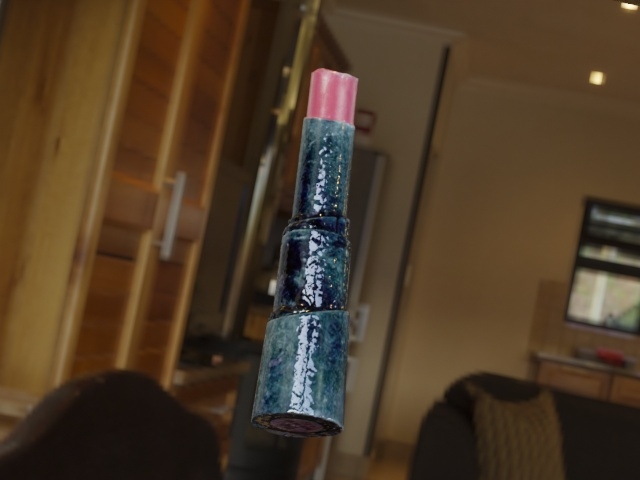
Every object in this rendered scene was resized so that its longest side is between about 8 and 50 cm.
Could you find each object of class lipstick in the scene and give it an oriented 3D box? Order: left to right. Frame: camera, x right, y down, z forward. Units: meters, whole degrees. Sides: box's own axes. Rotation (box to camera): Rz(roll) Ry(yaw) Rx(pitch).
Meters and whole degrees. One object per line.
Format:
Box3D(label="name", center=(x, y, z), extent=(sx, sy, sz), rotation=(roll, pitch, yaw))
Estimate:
Box3D(label="lipstick", center=(0.000, 0.000, 0.829), extent=(0.053, 0.234, 0.053), rotation=(6, -23, 3))

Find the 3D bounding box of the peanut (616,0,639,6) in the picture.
Box3D(label="peanut", center=(0.128, -0.122, 0.347), extent=(0.227, 0.104, 0.086), rotation=(-22, 30, 11))
